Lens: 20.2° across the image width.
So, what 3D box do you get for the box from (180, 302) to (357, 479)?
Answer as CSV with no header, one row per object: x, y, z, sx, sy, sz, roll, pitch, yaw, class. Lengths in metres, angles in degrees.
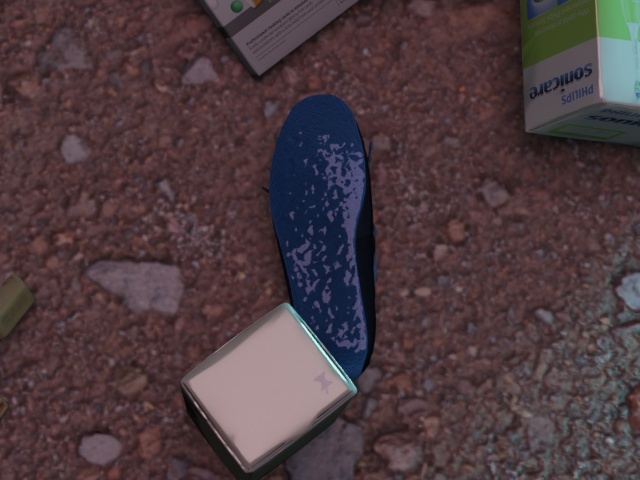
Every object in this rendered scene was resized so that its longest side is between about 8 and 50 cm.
-0.047,0.135,1.500,0.113,0.275,0.094,-36,83,-10,box

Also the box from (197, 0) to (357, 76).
-0.059,-0.269,1.672,0.145,0.038,0.186,-38,102,-10,box

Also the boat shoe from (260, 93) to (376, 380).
0.000,0.000,1.631,0.109,0.089,0.258,0,84,9,boat shoe

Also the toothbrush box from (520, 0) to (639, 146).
0.296,-0.236,1.643,0.206,0.122,0.283,4,77,-29,toothbrush box

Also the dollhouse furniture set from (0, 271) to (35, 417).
-0.307,0.091,1.627,0.081,0.091,0.114,6,47,37,dollhouse furniture set
